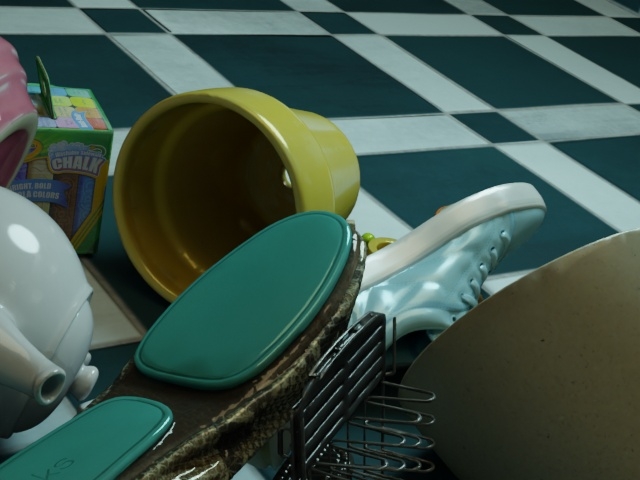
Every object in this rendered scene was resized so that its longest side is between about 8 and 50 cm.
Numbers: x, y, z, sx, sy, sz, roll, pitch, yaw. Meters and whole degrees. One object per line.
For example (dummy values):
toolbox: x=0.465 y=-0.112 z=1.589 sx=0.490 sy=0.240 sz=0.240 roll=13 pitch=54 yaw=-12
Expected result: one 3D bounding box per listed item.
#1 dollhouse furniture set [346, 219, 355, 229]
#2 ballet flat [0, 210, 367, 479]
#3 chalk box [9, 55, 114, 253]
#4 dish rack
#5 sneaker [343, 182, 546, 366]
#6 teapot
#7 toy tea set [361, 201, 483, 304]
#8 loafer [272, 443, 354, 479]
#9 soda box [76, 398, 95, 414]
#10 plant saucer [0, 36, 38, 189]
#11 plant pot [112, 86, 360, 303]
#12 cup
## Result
dollhouse furniture set: x=0.000 y=0.000 z=1.497 sx=0.081 sy=0.091 sz=0.114 roll=1 pitch=29 yaw=6
ballet flat: x=-0.113 y=0.166 z=0.969 sx=0.164 sy=0.182 sz=0.483 roll=10 pitch=38 yaw=35
chalk box: x=-0.324 y=-0.105 z=1.372 sx=0.132 sy=0.213 sz=0.132 roll=1 pitch=30 yaw=-25
dish rack: x=0.039 y=0.200 z=0.932 sx=0.074 sy=0.272 sz=0.208 roll=7 pitch=23 yaw=22
sneaker: x=0.132 y=0.068 z=1.321 sx=0.366 sy=0.135 sz=0.150 roll=-29 pitch=72 yaw=-20
teapot: x=-0.284 y=0.085 z=1.042 sx=0.187 sy=0.252 sz=0.256 roll=29 pitch=39 yaw=-7
toy tea set: x=0.204 y=0.049 z=1.440 sx=0.200 sy=0.124 sz=0.336 roll=-9 pitch=35 yaw=-38
loafer: x=-0.032 y=0.264 z=0.970 sx=0.080 sy=0.078 sz=0.220 roll=12 pitch=39 yaw=34
soda box: x=-0.129 y=0.167 z=1.113 sx=0.074 sy=0.069 sz=0.216 roll=32 pitch=31 yaw=30
plant saucer: x=-0.378 y=-0.044 z=1.131 sx=0.084 sy=0.332 sz=0.332 roll=34 pitch=27 yaw=-4
plant pot: x=-0.076 y=-0.060 z=1.382 sx=0.254 sy=0.254 sz=0.239 roll=25 pitch=22 yaw=19
cup: x=0.271 y=0.175 z=1.089 sx=0.331 sy=0.331 sz=0.237 roll=-8 pitch=59 yaw=-37
